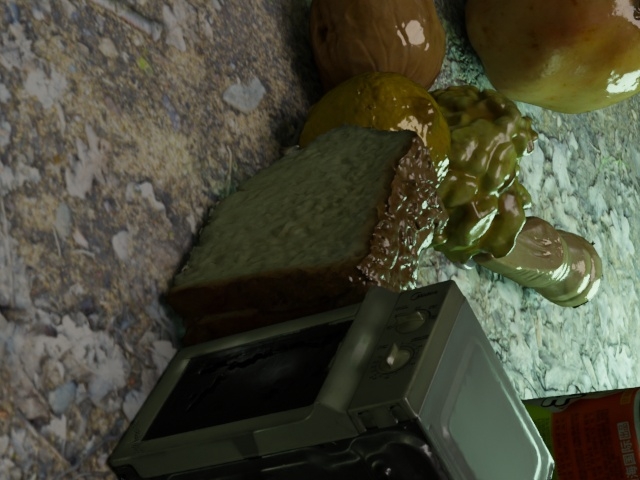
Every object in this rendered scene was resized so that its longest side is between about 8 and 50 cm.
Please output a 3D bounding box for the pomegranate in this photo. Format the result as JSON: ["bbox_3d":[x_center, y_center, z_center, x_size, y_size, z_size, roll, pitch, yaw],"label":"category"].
[{"bbox_3d":[0.439,-0.414,2.490,0.411,0.411,0.411,33,49,-48],"label":"pomegranate"}]

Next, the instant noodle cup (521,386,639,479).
[{"bbox_3d":[0.356,0.330,2.027,0.294,0.308,0.294,34,48,-48],"label":"instant noodle cup"}]

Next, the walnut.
[{"bbox_3d":[0.075,-0.285,1.983,0.195,0.195,0.221,9,59,-57],"label":"walnut"}]

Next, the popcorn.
[{"bbox_3d":[0.196,-0.097,2.065,0.270,0.224,0.257,13,81,-66],"label":"popcorn"}]

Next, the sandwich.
[{"bbox_3d":[0.000,0.000,1.645,0.131,0.262,0.325,62,32,-30],"label":"sandwich"}]

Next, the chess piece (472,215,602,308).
[{"bbox_3d":[0.338,0.018,2.345,0.301,0.137,0.137,20,59,-50],"label":"chess piece"}]

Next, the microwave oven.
[{"bbox_3d":[0.014,0.234,1.458,0.286,0.355,0.218,61,32,-22],"label":"microwave oven"}]

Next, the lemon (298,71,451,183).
[{"bbox_3d":[0.068,-0.119,1.865,0.192,0.231,0.192,18,57,-29],"label":"lemon"}]

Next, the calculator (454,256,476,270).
[{"bbox_3d":[0.216,-0.034,2.257,0.103,0.024,0.166,7,72,-57],"label":"calculator"}]
